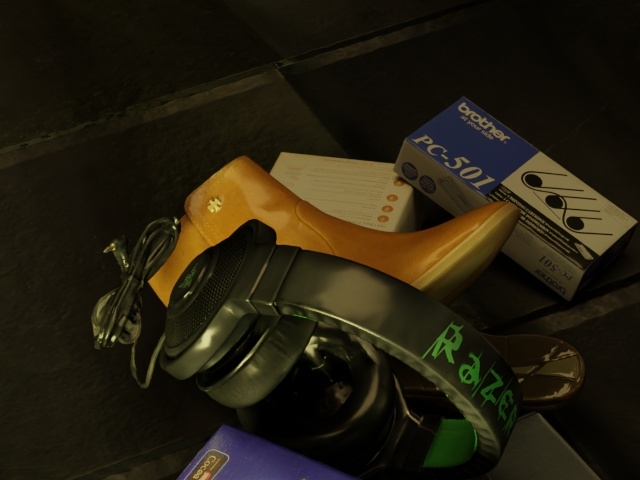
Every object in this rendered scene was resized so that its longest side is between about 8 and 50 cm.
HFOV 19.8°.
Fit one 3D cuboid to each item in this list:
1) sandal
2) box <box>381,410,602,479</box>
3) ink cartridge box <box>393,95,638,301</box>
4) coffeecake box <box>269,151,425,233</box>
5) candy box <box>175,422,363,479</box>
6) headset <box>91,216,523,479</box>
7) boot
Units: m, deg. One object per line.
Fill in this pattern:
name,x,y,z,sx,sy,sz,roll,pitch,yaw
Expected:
sandal,0.128,0.109,1.537,0.219,0.060,0.090,7,54,34
box,0.147,0.246,1.368,0.183,0.059,0.233,-21,41,-17
ink cartridge box,0.178,-0.040,1.678,0.207,0.046,0.097,38,48,18
coffeecake box,0.004,0.004,1.686,0.142,0.068,0.185,7,40,17
candy box,-0.010,0.299,1.227,0.317,0.122,0.268,18,56,37
headset,-0.022,0.066,1.390,0.394,0.243,0.185,3,56,38
boot,0.000,0.001,1.545,0.295,0.104,0.211,-40,70,8
